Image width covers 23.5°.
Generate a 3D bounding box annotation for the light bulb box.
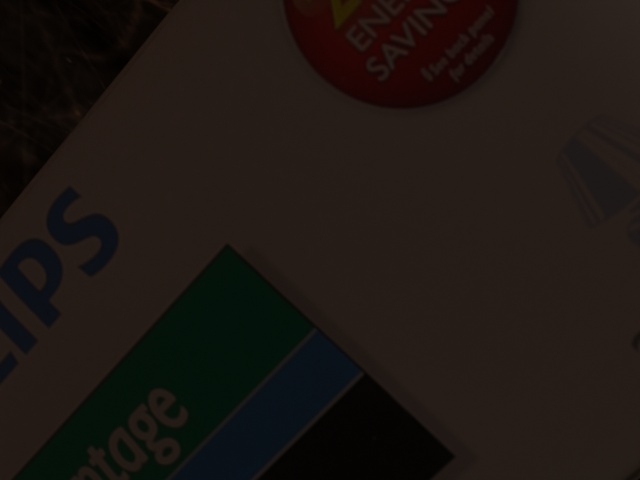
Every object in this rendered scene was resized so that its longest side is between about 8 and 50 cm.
[{"bbox_3d":[0.042,-0.006,0.676,0.225,0.358,0.361,44,24,1],"label":"light bulb box"}]
